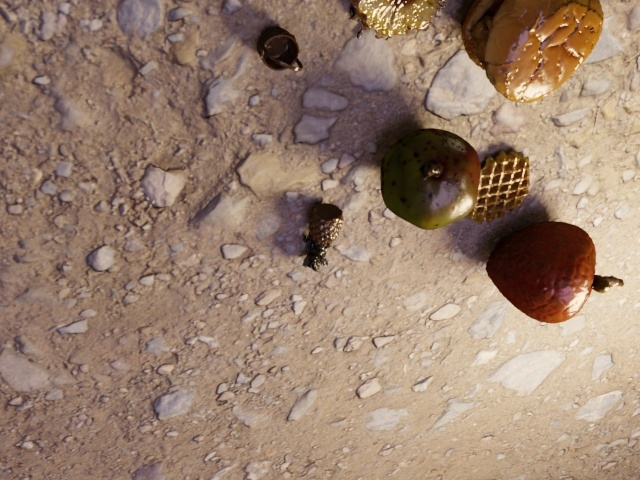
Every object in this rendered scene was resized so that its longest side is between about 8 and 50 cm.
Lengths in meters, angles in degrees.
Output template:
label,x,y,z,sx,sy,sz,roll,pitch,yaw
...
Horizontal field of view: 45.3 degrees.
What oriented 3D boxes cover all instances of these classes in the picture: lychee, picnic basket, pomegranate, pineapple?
label,x,y,z,sx,sy,sz,roll,pitch,yaw
lychee,0.538,0.078,1.770,0.255,0.300,0.255,-56,163,-27
picnic basket,-0.062,-0.301,1.238,0.072,0.083,0.072,-13,135,-14
pomegranate,0.216,-0.100,1.485,0.198,0.198,0.246,-24,137,-5
pineapple,0.000,0.000,1.561,0.074,0.074,0.159,-4,134,-24
pineapple,0.131,-0.416,1.257,0.221,0.047,0.221,-15,136,-15

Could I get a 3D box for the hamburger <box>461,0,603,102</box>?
label,x,y,z,sx,sy,sz,roll,pitch,yaw
hamburger,0.370,-0.369,1.334,0.244,0.163,0.245,-13,132,-14

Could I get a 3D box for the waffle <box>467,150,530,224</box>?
label,x,y,z,sx,sy,sz,roll,pitch,yaw
waffle,0.382,-0.113,1.668,0.191,0.038,0.191,-14,135,-14
